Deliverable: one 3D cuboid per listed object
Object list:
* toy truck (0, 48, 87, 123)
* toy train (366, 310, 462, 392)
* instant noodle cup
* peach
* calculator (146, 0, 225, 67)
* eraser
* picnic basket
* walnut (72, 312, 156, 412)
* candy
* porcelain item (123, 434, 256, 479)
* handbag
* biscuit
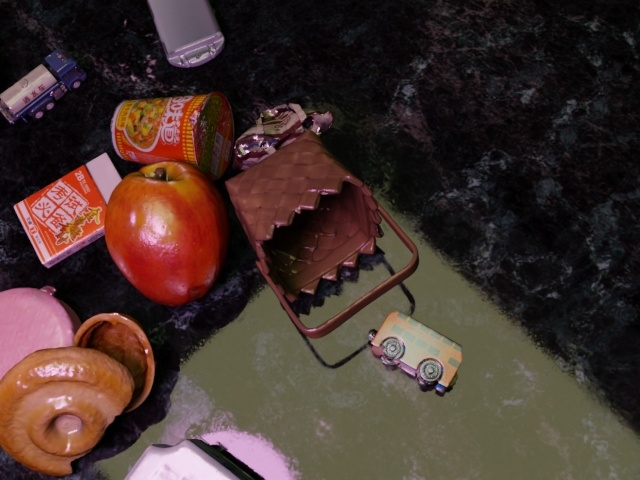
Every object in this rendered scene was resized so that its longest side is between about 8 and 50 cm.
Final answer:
[{"bbox_3d":[-0.629,-0.344,1.678,0.202,0.088,0.074,-40,71,-9],"label":"toy truck"},{"bbox_3d":[0.180,0.207,1.415,0.188,0.072,0.099,30,77,14],"label":"toy train"},{"bbox_3d":[-0.314,-0.224,1.565,0.212,0.193,0.193,7,72,16],"label":"instant noodle cup"},{"bbox_3d":[-0.294,-0.011,1.453,0.238,0.281,0.281,-25,66,-39],"label":"peach"},{"bbox_3d":[-0.310,-0.507,1.723,0.141,0.045,0.246,-22,70,-2],"label":"calculator"},{"bbox_3d":[-0.518,-0.066,1.597,0.230,0.038,0.157,-32,71,-5],"label":"eraser"},{"bbox_3d":[0.000,0.000,1.389,0.254,0.291,0.321,-34,59,-7],"label":"picnic basket"},{"bbox_3d":[-0.391,0.229,1.447,0.167,0.087,0.211,12,101,3],"label":"walnut"},{"bbox_3d":[-0.585,0.210,1.480,0.255,0.094,0.255,-2,71,5],"label":"candy"},{"bbox_3d":[-0.230,0.511,1.308,0.281,0.157,0.285,31,78,17],"label":"porcelain item"},{"bbox_3d":[-0.082,-0.207,1.509,0.213,0.235,0.127,-25,92,-7],"label":"handbag"},{"bbox_3d":[-0.485,0.308,1.364,0.213,0.091,0.274,29,112,-21],"label":"biscuit"}]
